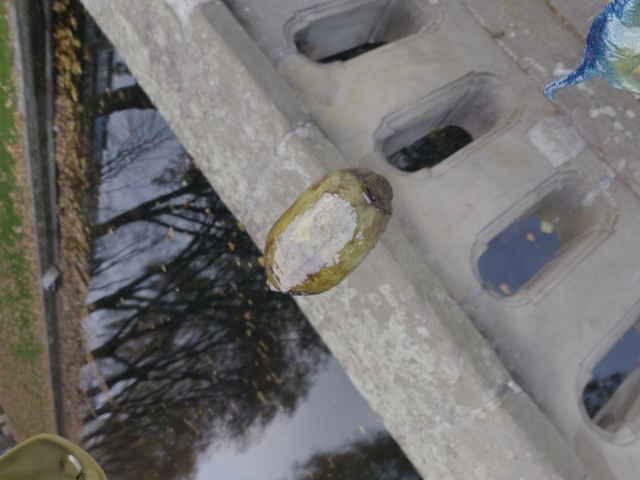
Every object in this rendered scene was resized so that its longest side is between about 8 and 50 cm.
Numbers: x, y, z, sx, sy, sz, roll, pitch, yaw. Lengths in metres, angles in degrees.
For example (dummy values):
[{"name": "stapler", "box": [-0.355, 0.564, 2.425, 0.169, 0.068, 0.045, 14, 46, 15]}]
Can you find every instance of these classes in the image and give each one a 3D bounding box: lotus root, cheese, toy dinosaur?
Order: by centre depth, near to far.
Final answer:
[{"name": "cheese", "box": [-0.158, 0.181, 0.377, 0.162, 0.086, 0.036, 17, 116, 30]}, {"name": "toy dinosaur", "box": [0.399, -0.258, 0.772, 0.147, 0.076, 0.363, 20, 169, 13]}, {"name": "lotus root", "box": [0.000, 0.000, 0.827, 0.128, 0.145, 0.260, 52, 130, 5]}]
